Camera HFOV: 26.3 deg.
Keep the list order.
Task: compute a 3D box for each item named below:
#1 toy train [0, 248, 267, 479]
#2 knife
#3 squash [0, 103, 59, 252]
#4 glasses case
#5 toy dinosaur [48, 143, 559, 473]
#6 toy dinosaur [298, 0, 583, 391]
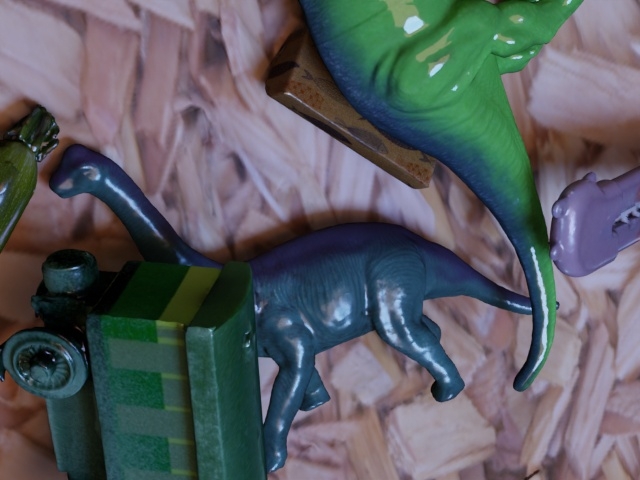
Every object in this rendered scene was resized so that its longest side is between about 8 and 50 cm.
[{"bbox_3d":[-0.142,0.143,1.099,0.202,0.120,0.301,4,120,13],"label":"toy train"},{"bbox_3d":[0.328,-0.048,1.250,0.398,0.038,0.132,-22,118,-41],"label":"knife"},{"bbox_3d":[-0.300,0.034,1.064,0.071,0.080,0.319,30,98,7],"label":"squash"},{"bbox_3d":[0.031,-0.109,1.167,0.170,0.041,0.065,30,69,-31],"label":"glasses case"},{"bbox_3d":[0.000,0.000,1.180,0.383,0.129,0.331,-26,111,-13],"label":"toy dinosaur"},{"bbox_3d":[0.043,-0.103,1.093,0.374,0.144,0.500,-3,98,-22],"label":"toy dinosaur"}]
